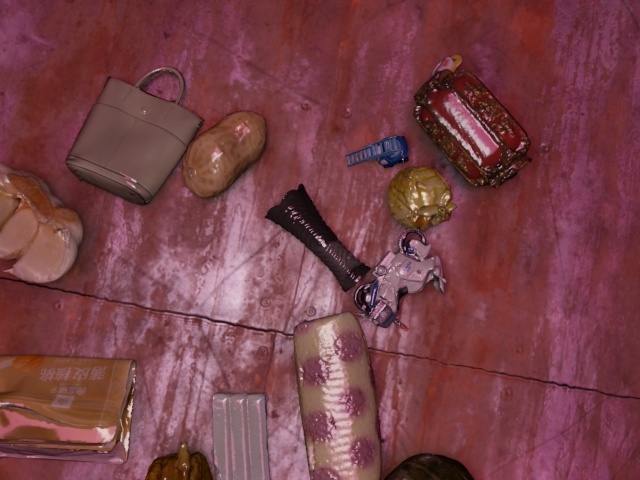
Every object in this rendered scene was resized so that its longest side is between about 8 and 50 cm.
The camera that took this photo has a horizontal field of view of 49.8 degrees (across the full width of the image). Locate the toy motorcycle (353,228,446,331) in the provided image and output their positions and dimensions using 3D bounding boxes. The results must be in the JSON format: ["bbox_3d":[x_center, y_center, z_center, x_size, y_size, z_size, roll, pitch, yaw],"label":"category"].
[{"bbox_3d":[0.176,0.095,1.452,0.150,0.102,0.221,40,88,-4],"label":"toy motorcycle"}]

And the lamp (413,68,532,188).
[{"bbox_3d":[0.322,-0.239,1.466,0.177,0.177,0.274,-40,83,-6],"label":"lamp"}]

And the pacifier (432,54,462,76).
[{"bbox_3d":[0.291,-0.377,1.555,0.064,0.068,0.083,41,73,-28],"label":"pacifier"}]

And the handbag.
[{"bbox_3d":[-0.399,-0.245,1.524,0.241,0.109,0.315,24,69,2],"label":"handbag"}]

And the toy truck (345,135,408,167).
[{"bbox_3d":[0.127,-0.190,1.519,0.136,0.074,0.063,-18,77,38],"label":"toy truck"}]

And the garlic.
[{"bbox_3d":[-0.628,-0.041,1.437,0.281,0.184,0.203,38,109,-14],"label":"garlic"}]

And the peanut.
[{"bbox_3d":[-0.206,-0.191,1.479,0.129,0.129,0.224,42,81,5],"label":"peanut"}]

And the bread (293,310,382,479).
[{"bbox_3d":[0.036,0.318,1.375,0.155,0.187,0.338,-9,80,2],"label":"bread"}]

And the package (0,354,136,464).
[{"bbox_3d":[-0.546,0.342,1.376,0.311,0.165,0.221,4,81,-1],"label":"package"}]

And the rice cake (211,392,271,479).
[{"bbox_3d":[-0.165,0.433,1.425,0.127,0.043,0.237,-2,81,-2],"label":"rice cake"}]

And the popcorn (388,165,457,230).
[{"bbox_3d":[0.208,-0.091,1.465,0.141,0.162,0.135,-23,118,31],"label":"popcorn"}]

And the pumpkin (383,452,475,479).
[{"bbox_3d":[0.192,0.531,1.334,0.189,0.260,0.260,30,80,45],"label":"pumpkin"}]

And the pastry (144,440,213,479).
[{"bbox_3d":[-0.283,0.528,1.315,0.132,0.235,0.240,-7,61,2],"label":"pastry"}]

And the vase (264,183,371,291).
[{"bbox_3d":[0.000,0.000,1.468,0.115,0.115,0.237,-42,89,-6],"label":"vase"}]
